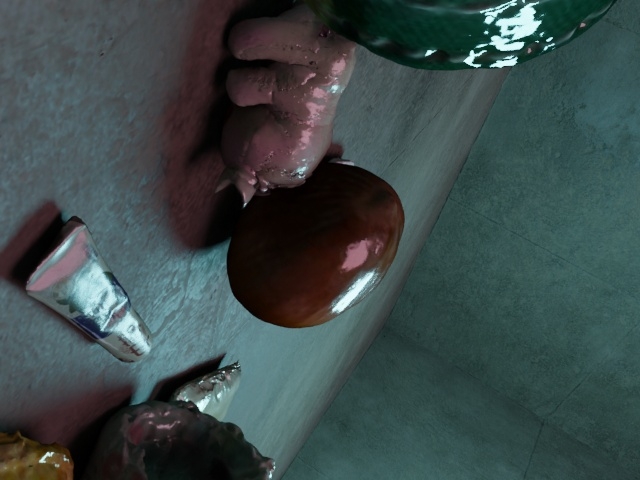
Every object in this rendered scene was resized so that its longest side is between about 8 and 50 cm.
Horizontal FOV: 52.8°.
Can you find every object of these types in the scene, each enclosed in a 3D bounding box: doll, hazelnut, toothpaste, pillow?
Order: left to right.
[{"bbox_3d":[-0.178,0.058,0.530,0.060,0.038,0.233,-57,165,-22],"label":"toothpaste"},{"bbox_3d":[-0.179,0.245,0.918,0.128,0.051,0.229,-66,167,6],"label":"pillow"},{"bbox_3d":[-0.028,-0.120,0.577,0.149,0.095,0.192,-45,159,-55],"label":"doll"},{"bbox_3d":[0.000,0.000,0.728,0.214,0.176,0.214,-34,-159,15],"label":"hazelnut"}]

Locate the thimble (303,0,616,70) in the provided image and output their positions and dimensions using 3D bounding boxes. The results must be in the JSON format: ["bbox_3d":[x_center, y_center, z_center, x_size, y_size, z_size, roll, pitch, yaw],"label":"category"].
[{"bbox_3d":[0.090,-0.251,0.362,0.288,0.254,0.167,-60,168,-6],"label":"thimble"}]

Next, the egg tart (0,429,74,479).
[{"bbox_3d":[-0.280,0.283,0.477,0.290,0.115,0.290,-56,166,-22],"label":"egg tart"}]

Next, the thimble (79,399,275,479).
[{"bbox_3d":[-0.161,0.290,0.722,0.149,0.211,0.185,-63,-148,16],"label":"thimble"}]

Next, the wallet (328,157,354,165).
[{"bbox_3d":[-0.007,-0.043,0.978,0.183,0.032,0.124,-64,167,13],"label":"wallet"}]
